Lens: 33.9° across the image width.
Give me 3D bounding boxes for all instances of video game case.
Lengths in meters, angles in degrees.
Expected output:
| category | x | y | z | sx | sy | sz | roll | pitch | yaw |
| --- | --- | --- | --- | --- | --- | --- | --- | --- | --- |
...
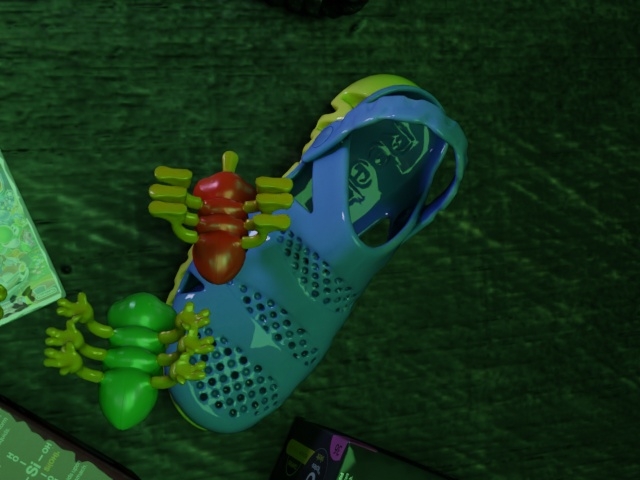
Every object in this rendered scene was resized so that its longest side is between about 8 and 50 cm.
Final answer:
| category | x | y | z | sx | sy | sz | roll | pitch | yaw |
| --- | --- | --- | --- | --- | --- | --- | --- | --- | --- |
| video game case | -0.243 | 0.002 | 0.731 | 0.087 | 0.011 | 0.122 | -25 | 97 | -19 |

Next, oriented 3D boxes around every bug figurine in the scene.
| category | x | y | z | sx | sy | sz | roll | pitch | yaw |
| --- | --- | --- | --- | --- | --- | --- | --- | --- | --- |
| bug figurine | -0.162 | 0.013 | 0.651 | 0.279 | 0.072 | 0.216 | 8 | 48 | -1 |

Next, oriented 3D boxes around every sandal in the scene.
| category | x | y | z | sx | sy | sz | roll | pitch | yaw |
| --- | --- | --- | --- | --- | --- | --- | --- | --- | --- |
| sandal | 0.000 | 0.000 | 0.757 | 0.126 | 0.138 | 0.317 | 38 | 78 | -18 |

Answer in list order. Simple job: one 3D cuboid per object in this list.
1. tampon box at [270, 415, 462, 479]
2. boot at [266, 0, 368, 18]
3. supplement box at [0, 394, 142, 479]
| category | x | y | z | sx | sy | sz | roll | pitch | yaw |
| --- | --- | --- | --- | --- | --- | --- | --- | --- | --- |
| tampon box | 0.050 | 0.210 | 0.775 | 0.161 | 0.120 | 0.101 | 25 | 81 | -18 |
| boot | -0.073 | -0.340 | 0.742 | 0.348 | 0.131 | 0.260 | 25 | 80 | -18 |
| supplement box | -0.211 | 0.149 | 0.689 | 0.188 | 0.104 | 0.080 | 35 | 76 | -16 |
